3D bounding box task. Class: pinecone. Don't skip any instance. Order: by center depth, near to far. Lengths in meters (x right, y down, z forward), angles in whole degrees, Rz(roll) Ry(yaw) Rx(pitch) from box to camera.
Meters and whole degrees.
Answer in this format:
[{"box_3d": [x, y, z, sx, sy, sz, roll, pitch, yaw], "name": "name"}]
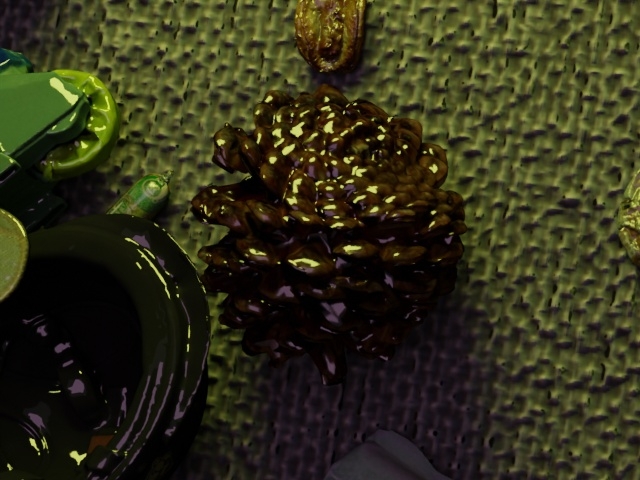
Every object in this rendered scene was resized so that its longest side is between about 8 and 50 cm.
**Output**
[{"box_3d": [0.000, 0.000, 1.414, 0.221, 0.221, 0.221, -2, 84, 16], "name": "pinecone"}]

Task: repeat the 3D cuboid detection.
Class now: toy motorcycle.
[{"box_3d": [-0.329, -0.051, 1.532, 0.326, 0.191, 0.200, -43, 72, -2], "name": "toy motorcycle"}]

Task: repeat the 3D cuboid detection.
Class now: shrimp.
[{"box_3d": [0.298, -0.039, 1.418, 0.161, 0.034, 0.091, -29, 76, 12], "name": "shrimp"}]

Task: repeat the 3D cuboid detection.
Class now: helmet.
[{"box_3d": [-0.185, 0.115, 1.473, 0.279, 0.160, 0.230, -36, 63, 7], "name": "helmet"}]

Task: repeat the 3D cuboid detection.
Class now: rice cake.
[{"box_3d": [0.135, 0.242, 1.432, 0.290, 0.051, 0.081, 31, 59, 16], "name": "rice cake"}]

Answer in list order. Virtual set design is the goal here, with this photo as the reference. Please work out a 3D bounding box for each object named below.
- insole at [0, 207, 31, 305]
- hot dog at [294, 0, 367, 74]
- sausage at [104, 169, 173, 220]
[{"box_3d": [-0.385, -0.007, 1.425, 0.348, 0.009, 0.119, 9, 75, 13], "name": "insole"}, {"box_3d": [0.009, -0.177, 1.514, 0.058, 0.035, 0.083, 3, 85, 13], "name": "hot dog"}, {"box_3d": [-0.216, 0.037, 1.557, 0.269, 0.033, 0.033, -45, 75, 7], "name": "sausage"}]
